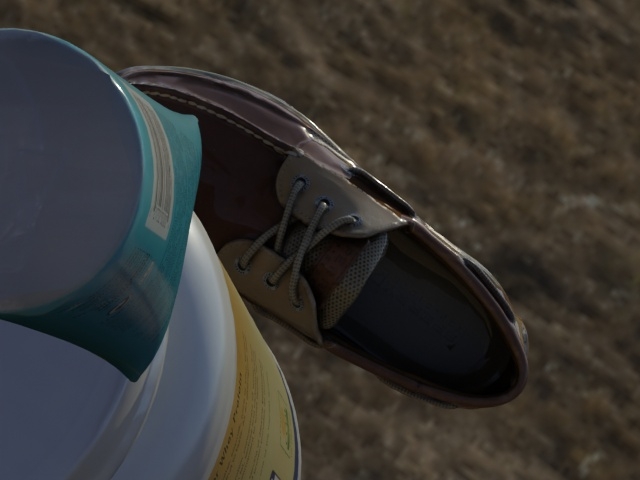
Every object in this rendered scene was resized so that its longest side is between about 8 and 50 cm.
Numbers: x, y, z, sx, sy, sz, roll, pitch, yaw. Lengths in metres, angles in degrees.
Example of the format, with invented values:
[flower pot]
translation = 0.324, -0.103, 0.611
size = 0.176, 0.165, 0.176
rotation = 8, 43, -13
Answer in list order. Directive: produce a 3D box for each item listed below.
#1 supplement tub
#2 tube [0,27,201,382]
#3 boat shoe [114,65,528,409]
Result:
[supplement tub]
translation = -0.137, 0.073, 0.775
size = 0.228, 0.228, 0.316
rotation = 40, -10, 17
[tube]
translation = -0.051, -0.005, 0.423
size = 0.052, 0.080, 0.207
rotation = 18, -3, 5
[boat shoe]
translation = 0.000, 0.000, 1.061
size = 0.324, 0.123, 0.116
rotation = 30, 3, -17
